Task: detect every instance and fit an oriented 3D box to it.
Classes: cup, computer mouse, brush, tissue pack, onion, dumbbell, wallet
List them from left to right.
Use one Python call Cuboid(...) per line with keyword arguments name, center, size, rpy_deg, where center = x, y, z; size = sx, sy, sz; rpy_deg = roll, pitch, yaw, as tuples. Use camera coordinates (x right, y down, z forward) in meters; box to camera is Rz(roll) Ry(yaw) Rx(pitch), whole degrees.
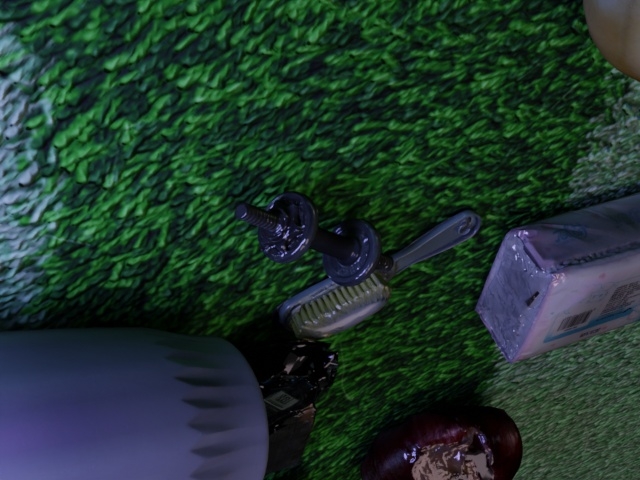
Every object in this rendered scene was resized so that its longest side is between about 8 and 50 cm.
Cuboid(name="cup", center=(-0.256, 0.213, 0.948), size=(0.372, 0.253, 0.253), rpy_deg=(0, 132, -38))
Cuboid(name="wallet", center=(-0.162, 0.297, 1.282), size=(0.317, 0.044, 0.169), rpy_deg=(-11, 140, -24))
Cuboid(name="computer mouse", center=(-0.088, 0.183, 1.175), size=(0.242, 0.077, 0.146), rpy_deg=(-29, 147, 11))
Cuboid(name="dumbbell", center=(0.000, 0.000, 1.041), size=(0.254, 0.081, 0.081), rpy_deg=(20, 119, -47))
Cuboid(name="brush", center=(0.081, 0.051, 1.174), size=(0.297, 0.060, 0.068), rpy_deg=(-29, 141, -6))
Cuboid(name="onion", center=(0.207, 0.381, 1.528), size=(0.272, 0.195, 0.272), rpy_deg=(-16, 148, -11))
Cuboid(name="tissue pack", center=(0.374, 0.047, 1.333), size=(0.271, 0.124, 0.201), rpy_deg=(-15, 139, -25))

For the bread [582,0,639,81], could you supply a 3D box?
Cuboid(name="bread", center=(0.396, -0.306, 0.922), size=(0.333, 0.160, 0.333), rpy_deg=(-20, 143, -16))
